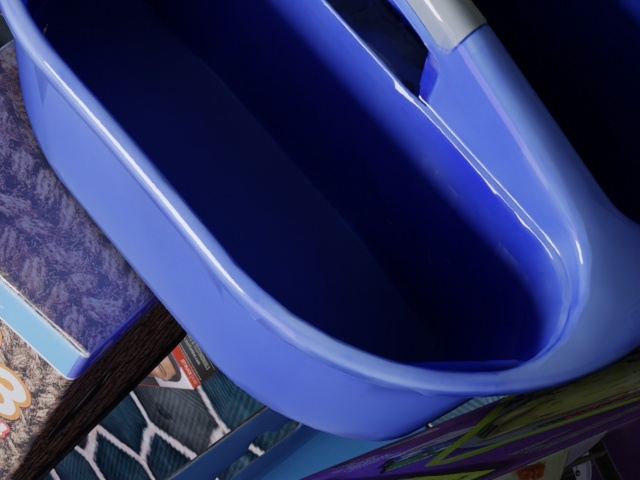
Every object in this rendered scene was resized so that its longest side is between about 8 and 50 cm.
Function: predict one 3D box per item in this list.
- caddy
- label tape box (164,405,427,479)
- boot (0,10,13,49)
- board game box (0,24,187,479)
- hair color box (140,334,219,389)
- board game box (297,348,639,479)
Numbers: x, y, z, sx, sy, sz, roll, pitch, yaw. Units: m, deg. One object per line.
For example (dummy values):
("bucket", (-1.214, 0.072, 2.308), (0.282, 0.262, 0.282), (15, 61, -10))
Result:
("caddy", (0.012, -0.079, 0.613), (0.341, 0.241, 0.179), (48, 157, 11))
("label tape box", (-0.012, 0.243, 1.015), (0.106, 0.241, 0.333), (40, 150, 27))
("boot", (-0.170, -0.137, 1.008), (0.247, 0.094, 0.207), (25, 165, 9))
("board game box", (-0.146, 0.010, 0.813), (0.141, 0.232, 0.291), (42, 142, 3))
("hair color box", (-0.141, 0.087, 1.262), (0.141, 0.043, 0.072), (-7, 114, 59))
("board game box", (0.082, 0.092, 0.579), (0.208, 0.347, 0.056), (-16, 92, 63))
